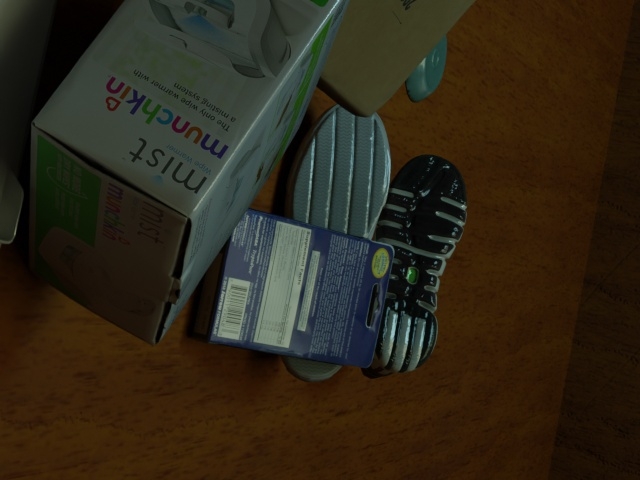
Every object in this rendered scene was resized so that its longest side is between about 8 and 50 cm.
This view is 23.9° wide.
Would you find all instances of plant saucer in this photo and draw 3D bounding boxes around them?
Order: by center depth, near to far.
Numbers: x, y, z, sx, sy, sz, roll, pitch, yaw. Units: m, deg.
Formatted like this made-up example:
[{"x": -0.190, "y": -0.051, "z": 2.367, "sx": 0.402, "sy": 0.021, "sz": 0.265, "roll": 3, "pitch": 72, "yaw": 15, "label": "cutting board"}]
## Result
[{"x": 0.140, "y": -0.236, "z": 1.948, "sx": 0.119, "sy": 0.021, "sz": 0.119, "roll": 10, "pitch": 90, "yaw": -69, "label": "plant saucer"}]

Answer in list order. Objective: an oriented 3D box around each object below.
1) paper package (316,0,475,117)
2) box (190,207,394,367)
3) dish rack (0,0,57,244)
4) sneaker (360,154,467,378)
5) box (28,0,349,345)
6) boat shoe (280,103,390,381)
[{"x": 0.040, "y": -0.298, "z": 1.296, "sx": 0.309, "sy": 0.168, "sz": 0.325, "roll": -48, "pitch": 158, "yaw": 5, "label": "paper package"}, {"x": -0.024, "y": 0.050, "z": 1.516, "sx": 0.225, "sy": 0.036, "sz": 0.136, "roll": 14, "pitch": 86, "yaw": -42, "label": "box"}, {"x": -0.246, "y": -0.132, "z": 0.938, "sx": 0.285, "sy": 0.072, "sz": 0.332, "roll": 22, "pitch": 79, "yaw": -68, "label": "dish rack"}, {"x": 0.089, "y": 0.040, "z": 1.843, "sx": 0.162, "sy": 0.106, "sz": 0.281, "roll": 134, "pitch": -26, "yaw": -64, "label": "sneaker"}, {"x": -0.096, "y": -0.079, "z": 1.087, "sx": 0.231, "sy": 0.127, "sz": 0.262, "roll": -57, "pitch": 178, "yaw": -23, "label": "box"}, {"x": 0.000, "y": 0.000, "z": 1.624, "sx": 0.094, "sy": 0.109, "sz": 0.302, "roll": 176, "pitch": -74, "yaw": -77, "label": "boat shoe"}]
